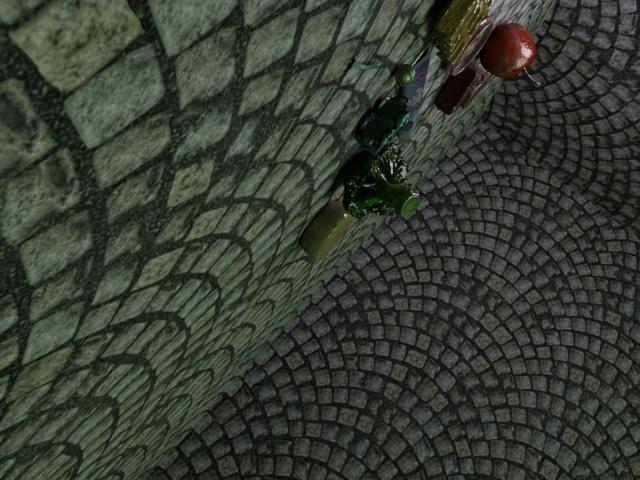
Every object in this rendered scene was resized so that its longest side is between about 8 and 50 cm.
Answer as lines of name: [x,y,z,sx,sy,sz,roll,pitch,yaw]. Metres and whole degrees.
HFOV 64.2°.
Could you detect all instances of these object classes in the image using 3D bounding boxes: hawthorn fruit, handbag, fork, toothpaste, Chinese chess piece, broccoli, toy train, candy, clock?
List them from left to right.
Chinese chess piece: [0.026,-0.042,2.017,0.251,0.097,0.251,-49,170,-11]
fork: [0.108,-0.413,1.214,0.039,0.021,0.235,-51,172,32]
broccoli: [0.213,-0.182,1.792,0.297,0.297,0.297,-22,138,-21]
toy train: [0.193,-0.355,1.573,0.198,0.107,0.154,-49,178,-6]
toothpaste: [0.301,-0.477,1.722,0.125,0.080,0.371,-43,161,-16]
candy: [0.280,-0.527,1.489,0.202,0.061,0.061,-54,173,-24]
clock: [0.544,-0.718,1.886,0.244,0.056,0.244,-45,170,-10]
handbag: [0.793,-0.795,2.655,0.193,0.072,0.151,-45,169,-16]
hawthorn fruit: [0.841,-0.841,2.267,0.235,0.263,0.231,-5,119,-37]

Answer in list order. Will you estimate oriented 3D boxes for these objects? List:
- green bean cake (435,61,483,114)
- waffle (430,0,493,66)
green bean cake: [0.591,-0.657,2.199,0.198,0.097,0.233,-40,166,-51]
waffle: [0.429,-0.677,1.447,0.304,0.077,0.348,-57,170,16]
